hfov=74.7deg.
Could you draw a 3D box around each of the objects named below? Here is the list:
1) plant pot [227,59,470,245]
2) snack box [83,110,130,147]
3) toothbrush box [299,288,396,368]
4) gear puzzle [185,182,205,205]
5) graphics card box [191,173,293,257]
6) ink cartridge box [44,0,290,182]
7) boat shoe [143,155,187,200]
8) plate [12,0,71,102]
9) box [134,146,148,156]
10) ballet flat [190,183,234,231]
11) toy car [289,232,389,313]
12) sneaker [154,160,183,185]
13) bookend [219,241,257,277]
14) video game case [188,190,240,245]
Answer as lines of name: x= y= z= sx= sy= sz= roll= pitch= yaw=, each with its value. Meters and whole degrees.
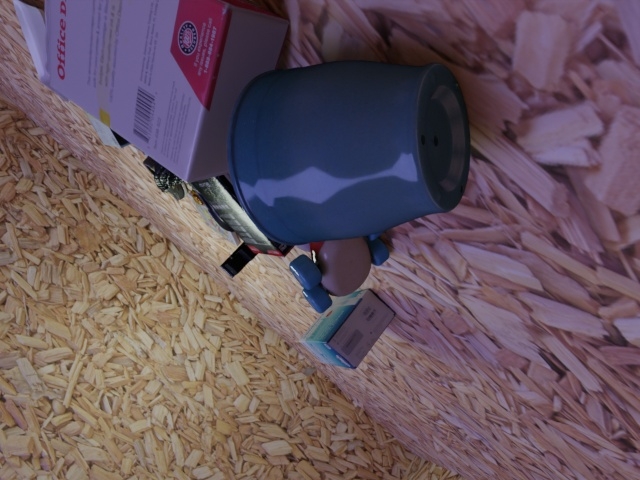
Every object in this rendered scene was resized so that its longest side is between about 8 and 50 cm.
plant pot: x=0.057 y=-0.124 z=0.588 sx=0.255 sy=0.271 sz=0.271 roll=2 pitch=138 yaw=38
snack box: x=-0.798 y=-0.489 z=1.481 sx=0.187 sy=0.060 sz=0.321 roll=19 pitch=139 yaw=43
toothbrush box: x=0.077 y=0.286 z=1.365 sx=0.126 sy=0.216 sz=0.295 roll=44 pitch=159 yaw=-4
gear puzzle: x=-0.498 y=-0.234 z=1.534 sx=0.176 sy=0.044 sz=0.339 roll=26 pitch=153 yaw=22
graphics card box: x=-0.251 y=-0.110 z=1.320 sx=0.371 sy=0.094 sz=0.233 roll=50 pitch=157 yaw=-24
ink cartridge box: x=-0.281 y=-0.323 z=0.726 sx=0.385 sy=0.160 sz=0.279 roll=34 pitch=123 yaw=16
boat shoe: x=-0.615 y=-0.246 z=1.665 sx=0.109 sy=0.091 sz=0.305 roll=33 pitch=157 yaw=15
plate: x=-0.893 y=-0.623 z=1.368 sx=0.277 sy=0.045 sz=0.277 roll=33 pitch=136 yaw=33
box: x=-0.669 y=-0.387 z=1.563 sx=0.114 sy=0.036 sz=0.207 roll=37 pitch=158 yaw=10
ballet flat: x=-0.354 y=-0.135 z=1.452 sx=0.096 sy=0.095 sz=0.280 roll=0 pitch=136 yaw=42
toy car: x=0.000 y=0.000 z=0.987 sx=0.238 sy=0.219 sz=0.210 roll=43 pitch=164 yaw=36
sneaker: x=-0.482 y=-0.285 z=1.335 sx=0.130 sy=0.109 sz=0.286 roll=68 pitch=151 yaw=27
bookend: x=-0.308 y=0.062 z=1.653 sx=0.072 sy=0.157 sz=0.156 roll=44 pitch=159 yaw=-8
video game case: x=-0.445 y=-0.089 z=1.771 sx=0.206 sy=0.026 sz=0.227 roll=32 pitch=157 yaw=23
